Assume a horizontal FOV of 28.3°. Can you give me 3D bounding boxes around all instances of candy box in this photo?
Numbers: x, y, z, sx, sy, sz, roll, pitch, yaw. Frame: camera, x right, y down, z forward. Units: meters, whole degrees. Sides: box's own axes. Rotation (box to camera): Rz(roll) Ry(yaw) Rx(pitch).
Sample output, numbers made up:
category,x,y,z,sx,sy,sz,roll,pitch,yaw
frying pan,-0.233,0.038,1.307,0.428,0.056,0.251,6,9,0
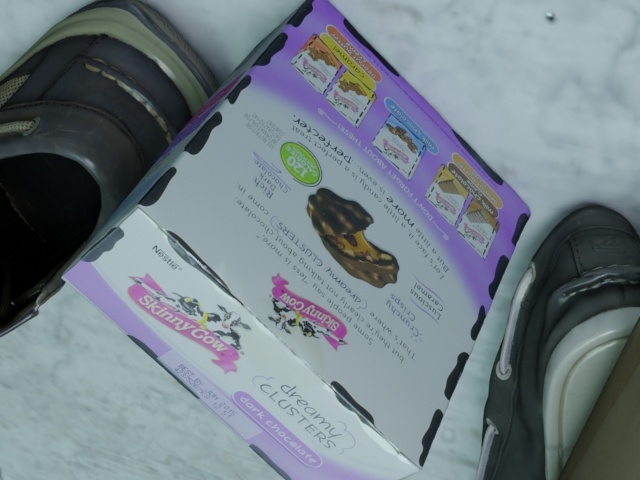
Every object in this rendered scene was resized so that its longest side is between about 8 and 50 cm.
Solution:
category,x,y,z,sx,sy,sz,roll,pitch,yaw
candy box,0.000,0.000,0.604,0.165,0.196,0.070,45,132,-11

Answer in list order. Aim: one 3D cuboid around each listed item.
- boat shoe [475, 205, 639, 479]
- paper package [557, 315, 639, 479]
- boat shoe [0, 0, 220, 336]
category,x,y,z,sx,sy,sz,roll,pitch,yaw
boat shoe,0.145,0.125,0.720,0.112,0.095,0.335,-1,134,-4
paper package,0.258,0.193,0.599,0.309,0.168,0.325,9,133,-4
boat shoe,-0.204,-0.011,0.743,0.132,0.130,0.355,44,132,-11
